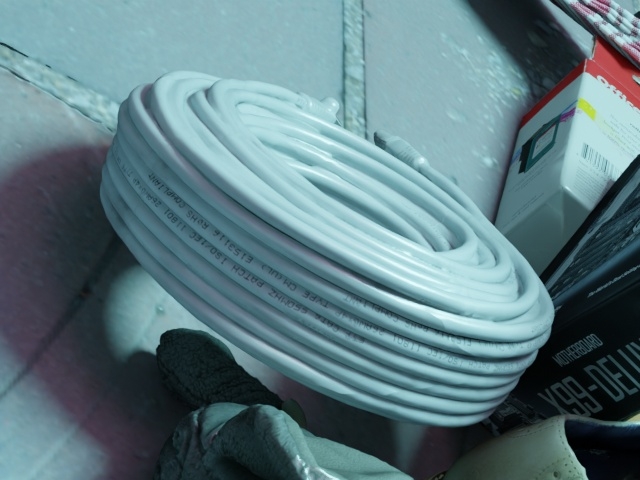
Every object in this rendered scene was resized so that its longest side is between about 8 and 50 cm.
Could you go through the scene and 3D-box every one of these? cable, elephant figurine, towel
[{"bbox_3d":[0.000,0.000,0.988,0.257,0.089,0.257,15,21,-46],"label":"cable"},{"bbox_3d":[-0.019,0.142,0.863,0.239,0.186,0.169,39,66,7],"label":"elephant figurine"},{"bbox_3d":[0.206,-0.191,1.469,0.197,0.029,0.144,42,7,19],"label":"towel"}]

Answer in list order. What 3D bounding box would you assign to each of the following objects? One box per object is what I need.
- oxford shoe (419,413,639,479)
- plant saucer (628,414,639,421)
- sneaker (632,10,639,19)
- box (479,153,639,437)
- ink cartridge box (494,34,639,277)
[{"bbox_3d":[0.226,0.187,1.062,0.397,0.146,0.140,15,45,-39],"label":"oxford shoe"},{"bbox_3d":[0.216,0.125,1.238,0.083,0.013,0.083,29,38,-25],"label":"plant saucer"},{"bbox_3d":[0.311,-0.114,1.548,0.077,0.072,0.178,26,43,-45],"label":"sneaker"},{"bbox_3d":[0.230,-0.010,1.063,0.076,0.307,0.242,44,60,-3],"label":"box"},{"bbox_3d":[0.210,-0.038,1.343,0.134,0.078,0.231,39,34,-12],"label":"ink cartridge box"}]
